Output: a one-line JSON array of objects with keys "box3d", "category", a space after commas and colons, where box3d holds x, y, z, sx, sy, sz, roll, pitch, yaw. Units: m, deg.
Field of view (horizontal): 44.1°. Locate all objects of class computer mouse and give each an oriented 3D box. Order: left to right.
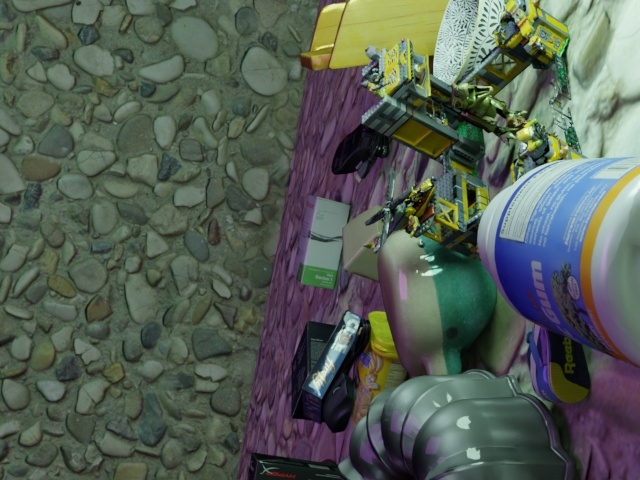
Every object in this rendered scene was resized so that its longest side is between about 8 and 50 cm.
[{"box3d": [0.041, 0.227, 1.322, 0.071, 0.041, 0.242, -92, 13, -61], "category": "computer mouse"}, {"box3d": [0.100, -0.191, 1.782, 0.262, 0.060, 0.184, -45, 30, 52], "category": "computer mouse"}]

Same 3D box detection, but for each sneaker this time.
[{"box3d": [0.233, 0.094, 0.794, 0.059, 0.053, 0.144, 120, 159, -67], "category": "sneaker"}]

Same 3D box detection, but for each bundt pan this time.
[{"box3d": [0.114, 0.294, 0.832, 0.331, 0.124, 0.331, -38, 46, 55], "category": "bundt pan"}]

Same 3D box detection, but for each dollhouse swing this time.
[{"box3d": [0.109, -0.491, 1.455, 0.347, 0.315, 0.305, -114, 16, -73], "category": "dollhouse swing"}]

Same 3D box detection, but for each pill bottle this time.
[{"box3d": [0.227, 0.009, 0.636, 0.272, 0.152, 0.152, -158, 79, -80], "category": "pill bottle"}]

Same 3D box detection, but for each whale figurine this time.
[{"box3d": [0.161, 0.103, 1.043, 0.216, 0.141, 0.272, -105, 2, -52], "category": "whale figurine"}]

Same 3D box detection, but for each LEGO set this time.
[{"box3d": [0.156, -0.146, 0.906, 0.255, 0.192, 0.331, -33, 42, 50], "category": "LEGO set"}]

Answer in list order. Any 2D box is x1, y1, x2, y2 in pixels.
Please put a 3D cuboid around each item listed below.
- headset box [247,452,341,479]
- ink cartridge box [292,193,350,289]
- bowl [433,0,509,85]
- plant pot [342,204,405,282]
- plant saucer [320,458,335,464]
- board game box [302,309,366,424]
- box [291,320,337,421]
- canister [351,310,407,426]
[{"box3d": [-0.031, 0.521, 1.315, 0.110, 0.218, 0.293, 143, 136, -77], "category": "headset box"}, {"box3d": [0.000, 0.000, 2.011, 0.160, 0.092, 0.220, -145, 67, -78], "category": "ink cartridge box"}, {"box3d": [0.228, -0.289, 1.124, 0.170, 0.080, 0.170, -169, 90, -80], "category": "bowl"}, {"box3d": [0.110, 0.002, 1.424, 0.096, 0.109, 0.109, -52, 26, 40], "category": "plant pot"}, {"box3d": [-0.013, 0.595, 1.638, 0.278, 0.041, 0.278, -170, 90, -80], "category": "plant saucer"}, {"box3d": [0.023, 0.244, 1.484, 0.165, 0.042, 0.243, -59, -11, -20], "category": "board game box"}, {"box3d": [-0.005, 0.290, 1.747, 0.158, 0.093, 0.156, -93, 17, -47], "category": "box"}, {"box3d": [0.100, 0.222, 1.318, 0.126, 0.073, 0.170, -105, 26, -69], "category": "canister"}]
